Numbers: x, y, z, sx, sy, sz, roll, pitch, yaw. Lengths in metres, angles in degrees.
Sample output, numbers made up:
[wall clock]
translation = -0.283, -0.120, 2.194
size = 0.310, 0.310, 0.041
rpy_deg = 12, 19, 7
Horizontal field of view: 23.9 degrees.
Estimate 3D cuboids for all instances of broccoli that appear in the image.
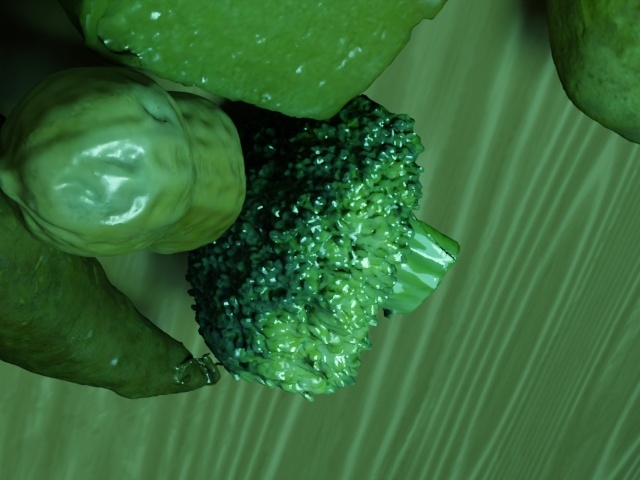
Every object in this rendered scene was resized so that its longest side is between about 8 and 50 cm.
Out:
[broccoli]
translation = -0.002, -0.002, 1.029
size = 0.226, 0.198, 0.176
rpy_deg = -32, 131, 21

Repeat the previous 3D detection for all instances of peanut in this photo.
[peanut]
translation = -0.103, -0.041, 0.842
size = 0.263, 0.117, 0.101
rpy_deg = -2, 103, -75

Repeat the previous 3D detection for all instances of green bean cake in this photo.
[green bean cake]
translation = -0.025, -0.201, 0.856
size = 0.236, 0.124, 0.233
rpy_deg = 14, 120, -47

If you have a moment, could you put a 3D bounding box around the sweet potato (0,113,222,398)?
[sweet potato]
translation = -0.195, 0.013, 0.943
size = 0.130, 0.130, 0.423
rpy_deg = -37, 145, -1

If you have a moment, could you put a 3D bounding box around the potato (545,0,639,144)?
[potato]
translation = 0.261, -0.191, 1.035
size = 0.229, 0.229, 0.266
rpy_deg = -7, 136, -35
